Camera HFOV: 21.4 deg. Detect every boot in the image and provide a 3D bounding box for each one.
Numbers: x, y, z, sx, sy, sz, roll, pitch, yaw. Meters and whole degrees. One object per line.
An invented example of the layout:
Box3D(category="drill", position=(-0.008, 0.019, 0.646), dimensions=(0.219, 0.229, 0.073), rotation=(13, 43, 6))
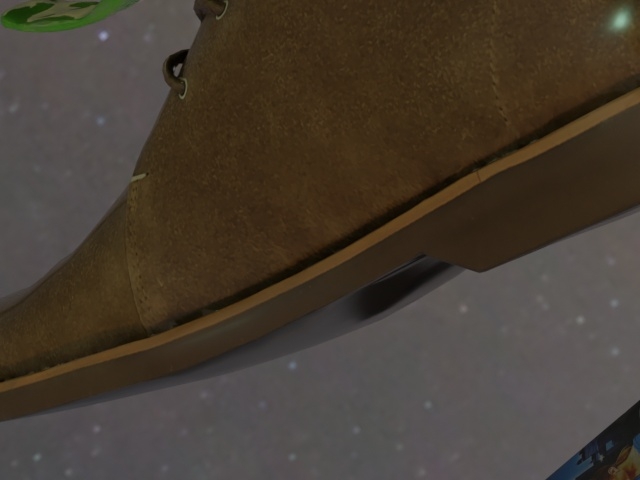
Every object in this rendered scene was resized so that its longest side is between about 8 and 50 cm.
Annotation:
Box3D(category="boot", position=(-0.006, -0.028, 0.478), dimensions=(0.112, 0.305, 0.115), rotation=(-20, -95, -53))

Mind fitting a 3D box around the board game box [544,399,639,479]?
Box3D(category="board game box", position=(0.169, 0.210, 1.030), dimensions=(0.060, 0.194, 0.194), rotation=(29, -136, -28))

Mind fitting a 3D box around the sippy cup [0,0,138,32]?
Box3D(category="sippy cup", position=(-0.208, -0.304, 1.091), dimensions=(0.240, 0.224, 0.305), rotation=(24, -111, -57))
